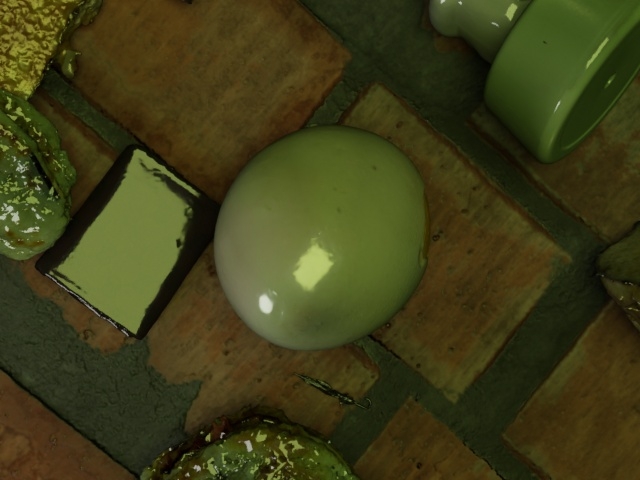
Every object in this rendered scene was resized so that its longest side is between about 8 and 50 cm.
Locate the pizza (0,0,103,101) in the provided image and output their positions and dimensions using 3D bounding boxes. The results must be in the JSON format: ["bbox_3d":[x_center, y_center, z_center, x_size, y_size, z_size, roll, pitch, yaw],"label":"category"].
[{"bbox_3d":[-0.405,-0.295,1.758,0.189,0.071,0.297,34,85,-6],"label":"pizza"}]

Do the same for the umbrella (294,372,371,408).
[{"bbox_3d":[0.016,0.218,1.843,0.122,0.013,0.022,21,75,-6],"label":"umbrella"}]

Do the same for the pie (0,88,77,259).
[{"bbox_3d":[-0.430,-0.088,1.701,0.201,0.090,0.248,-29,110,19],"label":"pie"}]

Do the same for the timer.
[{"bbox_3d":[0.280,-0.307,1.787,0.315,0.291,0.291,38,84,17],"label":"timer"}]

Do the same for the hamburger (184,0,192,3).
[{"bbox_3d":[-0.220,-0.445,1.751,0.207,0.155,0.135,31,65,2],"label":"hamburger"}]

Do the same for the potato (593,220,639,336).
[{"bbox_3d":[0.571,0.099,1.818,0.301,0.288,0.237,-37,115,-41],"label":"potato"}]

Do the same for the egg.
[{"bbox_3d":[0.000,0.000,1.687,0.283,0.345,0.283,8,120,14],"label":"egg"}]

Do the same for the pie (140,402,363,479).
[{"bbox_3d":[-0.095,0.451,1.747,0.395,0.180,0.418,39,92,-7],"label":"pie"}]

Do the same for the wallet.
[{"bbox_3d":[-0.260,0.000,1.790,0.182,0.049,0.229,36,83,-6],"label":"wallet"}]
